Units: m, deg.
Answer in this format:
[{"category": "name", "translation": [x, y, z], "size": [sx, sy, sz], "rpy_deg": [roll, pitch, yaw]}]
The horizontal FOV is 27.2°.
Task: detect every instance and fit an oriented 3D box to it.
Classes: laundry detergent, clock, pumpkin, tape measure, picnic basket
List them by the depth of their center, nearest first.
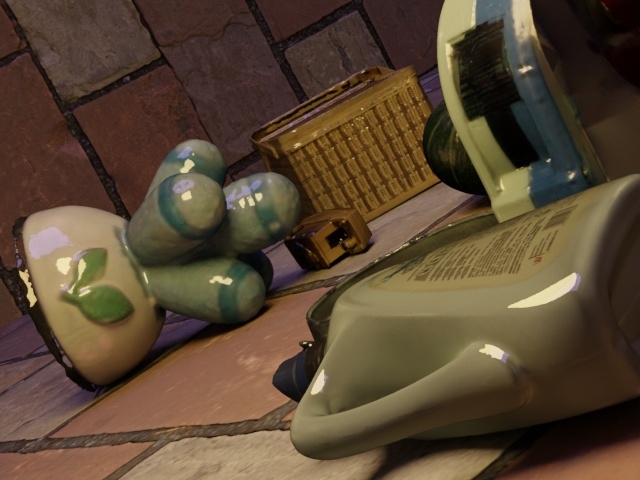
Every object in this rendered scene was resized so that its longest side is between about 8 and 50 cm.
[{"category": "laundry detergent", "translation": [0.078, 0.064, 0.817], "size": [0.280, 0.105, 0.215], "rpy_deg": [-21, 12, 32]}, {"category": "tape measure", "translation": [0.222, -0.138, 1.126], "size": [0.259, 0.262, 0.138], "rpy_deg": [-32, 0, -41]}, {"category": "clock", "translation": [0.087, 0.038, 1.175], "size": [0.215, 0.042, 0.215], "rpy_deg": [-27, 8, 4]}, {"category": "pumpkin", "translation": [0.196, -0.115, 1.469], "size": [0.167, 0.125, 0.167], "rpy_deg": [-24, 34, 17]}, {"category": "picnic basket", "translation": [0.040, -0.133, 1.924], "size": [0.228, 0.175, 0.313], "rpy_deg": [-30, 8, -7]}]

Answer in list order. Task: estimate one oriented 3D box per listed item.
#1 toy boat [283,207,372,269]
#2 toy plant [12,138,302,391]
[{"category": "toy boat", "translation": [0.000, 0.000, 1.658], "size": [0.077, 0.057, 0.200], "rpy_deg": [-37, 11, -18]}, {"category": "toy plant", "translation": [-0.174, 0.014, 1.583], "size": [0.332, 0.247, 0.247], "rpy_deg": [-23, 9, 5]}]
